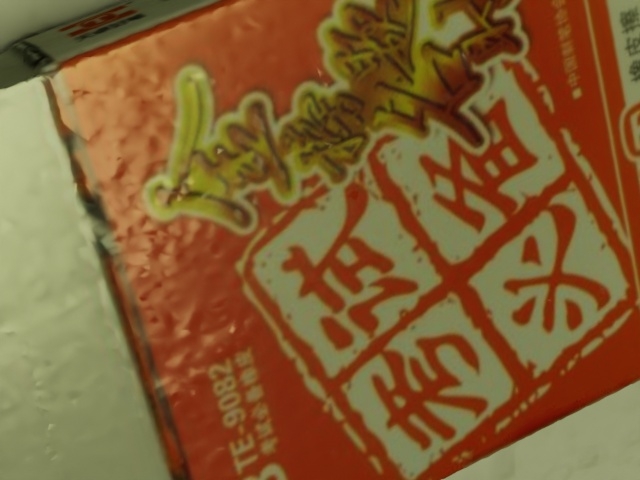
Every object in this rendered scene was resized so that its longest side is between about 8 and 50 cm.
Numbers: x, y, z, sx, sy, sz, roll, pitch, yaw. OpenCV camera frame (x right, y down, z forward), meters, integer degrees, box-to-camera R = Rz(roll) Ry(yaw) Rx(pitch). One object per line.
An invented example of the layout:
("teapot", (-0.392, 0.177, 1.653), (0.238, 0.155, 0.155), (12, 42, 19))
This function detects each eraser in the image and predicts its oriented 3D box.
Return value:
("eraser", (0.000, 0.000, 0.482), (0.230, 0.038, 0.157), (-24, 116, -18))
